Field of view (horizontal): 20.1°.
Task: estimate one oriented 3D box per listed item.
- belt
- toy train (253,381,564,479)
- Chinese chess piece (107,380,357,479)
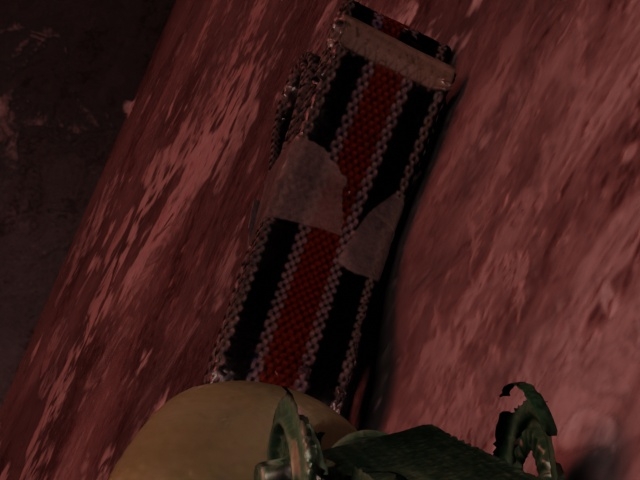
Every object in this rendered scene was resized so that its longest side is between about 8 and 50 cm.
[{"bbox_3d":[0.000,0.000,1.111,0.126,0.094,0.359,-53,15,51],"label":"belt"},{"bbox_3d":[0.058,0.150,0.638,0.307,0.126,0.189,-165,69,-76],"label":"toy train"},{"bbox_3d":[-0.042,0.157,0.816,0.188,0.083,0.188,-39,-46,-54],"label":"Chinese chess piece"}]
